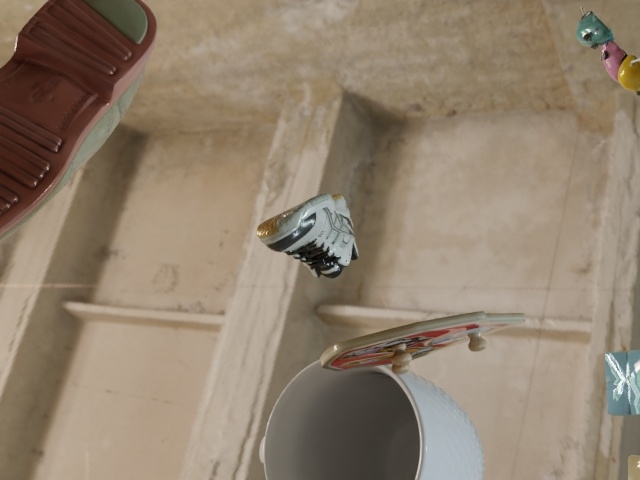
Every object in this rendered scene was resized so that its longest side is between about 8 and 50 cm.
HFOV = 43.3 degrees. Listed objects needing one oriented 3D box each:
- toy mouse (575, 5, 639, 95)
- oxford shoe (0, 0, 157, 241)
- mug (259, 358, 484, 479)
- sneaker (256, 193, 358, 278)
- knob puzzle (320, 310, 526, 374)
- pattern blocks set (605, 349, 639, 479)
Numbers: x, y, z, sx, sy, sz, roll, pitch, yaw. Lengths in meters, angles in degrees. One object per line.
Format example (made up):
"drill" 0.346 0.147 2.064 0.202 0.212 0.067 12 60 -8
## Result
"toy mouse" 0.328 -0.215 0.919 0.031 0.161 0.143 -43 -121 20
"oxford shoe" -0.284 -0.072 0.748 0.140 0.146 0.397 34 -124 3
"mug" 0.074 0.351 1.315 0.374 0.328 0.276 -9 -112 32
"sneaker" 0.000 0.000 0.365 0.032 0.083 0.037 -22 -92 21
"knob puzzle" 0.085 0.111 0.799 0.213 0.213 0.030 -18 -107 20
"pattern blocks set" 0.240 0.225 0.479 0.285 0.026 0.325 178 -81 -68
